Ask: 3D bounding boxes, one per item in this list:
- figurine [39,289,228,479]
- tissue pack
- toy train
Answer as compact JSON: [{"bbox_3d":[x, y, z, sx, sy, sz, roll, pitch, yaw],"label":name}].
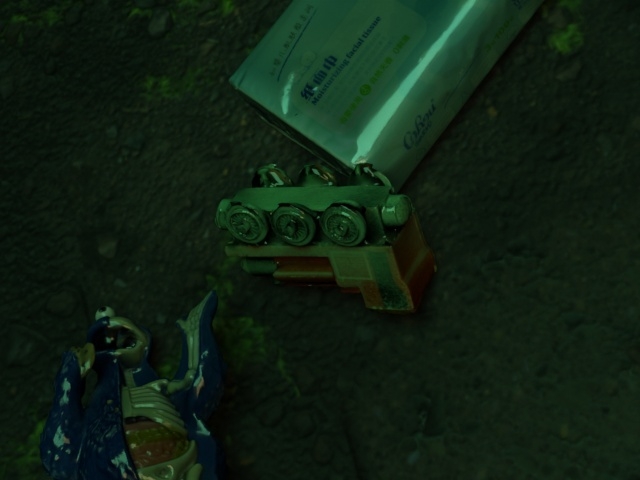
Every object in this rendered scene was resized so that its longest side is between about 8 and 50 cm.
[{"bbox_3d":[-0.147,0.165,1.261,0.164,0.120,0.262,-13,50,8],"label":"figurine"},{"bbox_3d":[0.065,-0.187,1.321,0.177,0.089,0.263,36,85,29],"label":"tissue pack"},{"bbox_3d":[0.000,0.000,1.265,0.176,0.118,0.074,-2,34,28],"label":"toy train"}]
